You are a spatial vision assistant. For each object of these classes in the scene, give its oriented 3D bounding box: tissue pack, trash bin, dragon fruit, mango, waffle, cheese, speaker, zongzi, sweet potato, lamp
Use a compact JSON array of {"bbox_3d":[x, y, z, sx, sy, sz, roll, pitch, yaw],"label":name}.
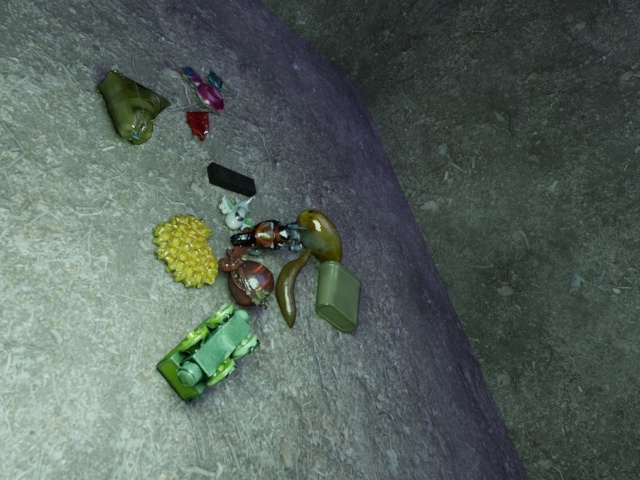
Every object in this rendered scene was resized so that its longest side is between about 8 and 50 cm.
[{"bbox_3d":[-0.512,-0.775,1.949,0.085,0.028,0.138,41,28,-34],"label":"tissue pack"},{"bbox_3d":[0.081,0.250,1.783,0.243,0.121,0.247,41,37,-28],"label":"trash bin"},{"bbox_3d":[-0.504,-0.465,1.625,0.063,0.097,0.131,9,75,-50],"label":"dragon fruit"},{"bbox_3d":[0.000,0.000,1.829,0.146,0.193,0.316,-41,110,-41],"label":"mango"},{"bbox_3d":[-0.414,0.033,1.290,0.253,0.056,0.249,55,29,-2],"label":"waffle"},{"bbox_3d":[-0.519,-0.672,1.800,0.244,0.062,0.155,49,29,-13],"label":"cheese"},{"bbox_3d":[-0.362,-0.246,1.649,0.218,0.044,0.082,16,49,-51],"label":"speaker"},{"bbox_3d":[-0.595,-0.428,1.392,0.274,0.125,0.251,5,57,-62],"label":"zongzi"},{"bbox_3d":[-0.117,0.161,1.563,0.108,0.079,0.346,34,55,-30],"label":"sweet potato"},{"bbox_3d":[-0.237,0.124,1.356,0.215,0.151,0.223,-123,-164,-82],"label":"lamp"}]

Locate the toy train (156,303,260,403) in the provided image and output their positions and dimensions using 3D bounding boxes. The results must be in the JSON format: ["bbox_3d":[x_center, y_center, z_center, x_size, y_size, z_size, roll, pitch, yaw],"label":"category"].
[{"bbox_3d":[-0.297,0.294,1.085,0.159,0.188,0.271,54,32,-7],"label":"toy train"}]

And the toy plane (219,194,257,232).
[{"bbox_3d":[-0.315,-0.106,1.552,0.174,0.080,0.174,35,38,-34],"label":"toy plane"}]

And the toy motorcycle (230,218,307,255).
[{"bbox_3d":[-0.159,-0.013,1.565,0.401,0.207,0.134,8,72,-64],"label":"toy motorcycle"}]
